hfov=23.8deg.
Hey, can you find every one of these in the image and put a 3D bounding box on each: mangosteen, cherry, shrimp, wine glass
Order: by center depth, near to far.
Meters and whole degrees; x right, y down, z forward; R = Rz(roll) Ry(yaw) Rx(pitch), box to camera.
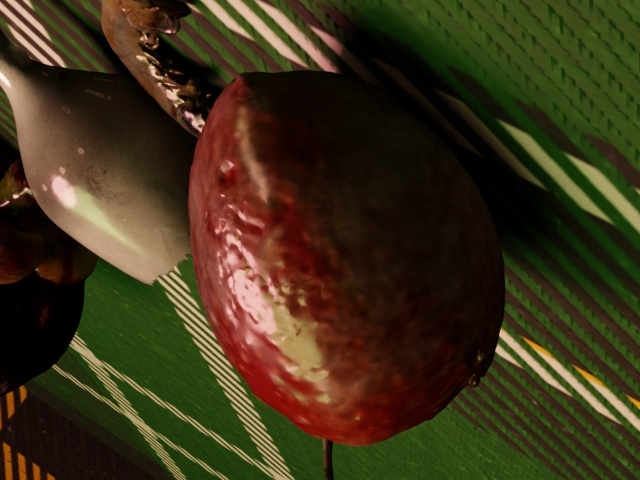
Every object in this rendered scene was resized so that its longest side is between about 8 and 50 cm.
[{"bbox_3d":[0.007,0.002,0.863,0.175,0.192,0.249,-14,127,20],"label":"cherry"},{"bbox_3d":[-0.070,-0.101,0.992,0.195,0.035,0.148,35,161,10],"label":"shrimp"},{"bbox_3d":[-0.177,-0.082,1.092,0.241,0.126,0.126,44,162,-15],"label":"wine glass"},{"bbox_3d":[-0.358,0.022,1.564,0.287,0.287,0.233,40,-169,-9],"label":"mangosteen"}]
